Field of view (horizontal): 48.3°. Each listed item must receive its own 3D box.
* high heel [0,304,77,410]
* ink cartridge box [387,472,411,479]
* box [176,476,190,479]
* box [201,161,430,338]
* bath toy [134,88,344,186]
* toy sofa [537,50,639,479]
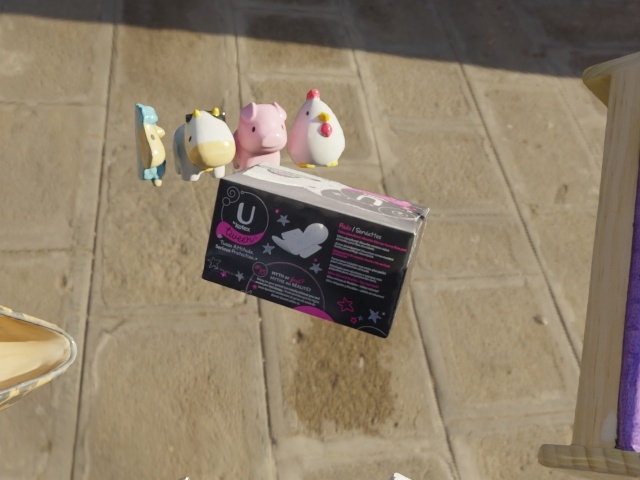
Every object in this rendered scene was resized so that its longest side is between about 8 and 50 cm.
[{"bbox_3d":[-0.163,0.041,0.304,0.186,0.261,0.093,-4,79,-39],"label":"high heel"},{"bbox_3d":[0.085,0.524,1.105,0.117,0.278,0.201,27,40,-3],"label":"ink cartridge box"},{"bbox_3d":[-0.159,0.310,0.774,0.067,0.018,0.083,-20,84,-40],"label":"box"},{"bbox_3d":[0.000,0.000,0.922,0.247,0.142,0.163,18,18,10],"label":"box"},{"bbox_3d":[-0.116,-0.167,1.127,0.348,0.129,0.151,-9,20,-27],"label":"bath toy"},{"bbox_3d":[0.300,0.021,0.550,0.150,0.177,0.363,27,67,-34],"label":"toy sofa"}]
